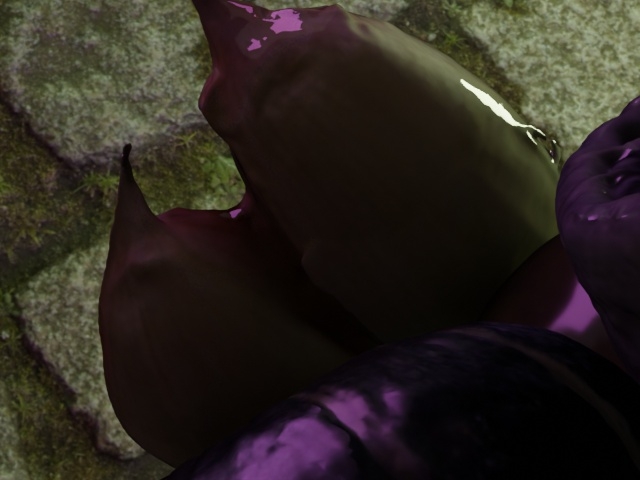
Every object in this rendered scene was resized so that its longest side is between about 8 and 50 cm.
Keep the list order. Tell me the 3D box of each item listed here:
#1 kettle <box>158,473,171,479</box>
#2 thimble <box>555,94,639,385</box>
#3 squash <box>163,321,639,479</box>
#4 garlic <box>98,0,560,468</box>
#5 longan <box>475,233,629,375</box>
[{"bbox_3d":[-0.072,0.220,0.800,0.308,0.203,0.262,-30,-4,8],"label":"kettle"},{"bbox_3d":[0.220,-0.004,0.605,0.245,0.157,0.217,-33,13,-20],"label":"thimble"},{"bbox_3d":[0.021,0.138,0.561,0.252,0.165,0.252,-32,-15,-10],"label":"squash"},{"bbox_3d":[0.000,0.000,0.940,0.286,0.250,0.313,-18,-7,6],"label":"garlic"},{"bbox_3d":[0.185,0.081,0.812,0.248,0.248,0.248,-30,-14,-8],"label":"longan"}]
